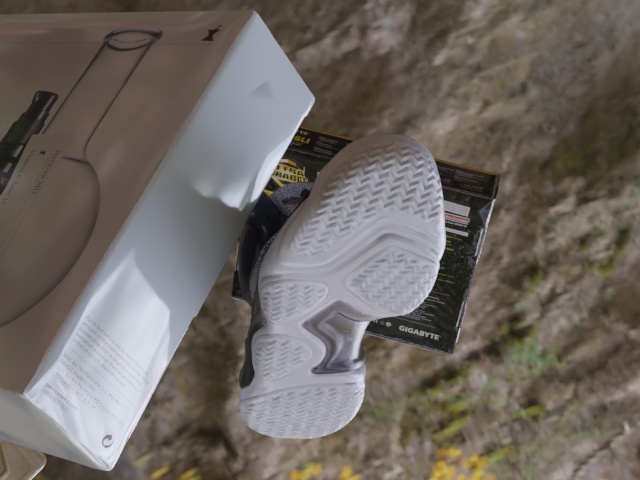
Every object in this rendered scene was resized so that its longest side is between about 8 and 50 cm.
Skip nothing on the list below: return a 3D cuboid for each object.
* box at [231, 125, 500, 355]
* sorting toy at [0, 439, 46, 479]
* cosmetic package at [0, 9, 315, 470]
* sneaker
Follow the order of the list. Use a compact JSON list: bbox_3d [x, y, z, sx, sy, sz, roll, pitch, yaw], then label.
[{"bbox_3d":[0.053,-0.003,1.652,0.322,0.257,0.079,14,-148,7],"label":"box"},{"bbox_3d":[-0.403,0.267,1.367,0.041,0.307,0.229,-35,-171,44],"label":"sorting toy"},{"bbox_3d":[-0.226,-0.024,0.853,0.377,0.097,0.284,7,-124,37],"label":"cosmetic package"},{"bbox_3d":[0.000,0.000,0.800,0.101,0.269,0.153,6,-133,-14],"label":"sneaker"}]
